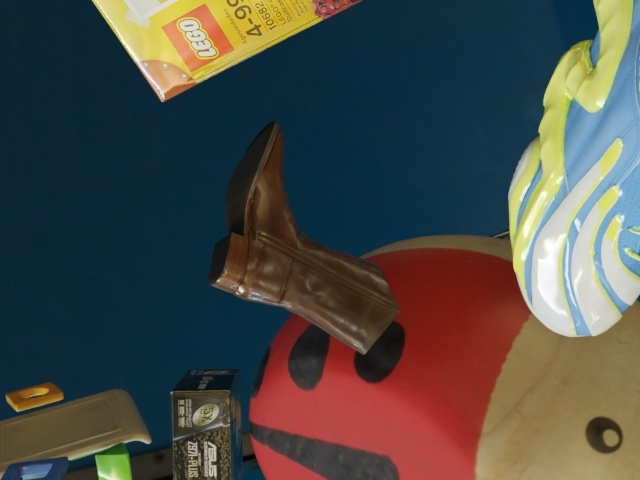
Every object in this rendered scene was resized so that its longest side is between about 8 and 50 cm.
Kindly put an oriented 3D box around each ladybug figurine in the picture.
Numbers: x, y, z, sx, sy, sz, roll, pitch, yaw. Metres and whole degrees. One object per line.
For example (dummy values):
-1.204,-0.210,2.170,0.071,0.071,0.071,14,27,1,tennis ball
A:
0.082,0.152,0.680,0.161,0.449,0.305,-10,-86,-35,ladybug figurine

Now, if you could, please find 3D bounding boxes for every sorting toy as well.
-0.309,0.238,1.061,0.196,0.347,0.047,-9,-79,-18,sorting toy

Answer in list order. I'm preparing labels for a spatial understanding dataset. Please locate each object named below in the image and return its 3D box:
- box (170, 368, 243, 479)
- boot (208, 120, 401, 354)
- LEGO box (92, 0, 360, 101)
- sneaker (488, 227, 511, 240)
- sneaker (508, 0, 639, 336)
-0.149,0.274,1.198,0.077,0.147,0.180,-1,-88,0,box
0.000,0.000,0.510,0.114,0.037,0.106,24,-109,-24,boot
-0.156,-0.477,1.033,0.500,0.372,0.193,57,-156,-26,LEGO box
0.287,0.005,1.082,0.234,0.106,0.078,-10,-68,-16,sneaker
0.155,-0.036,0.423,0.091,0.126,0.240,1,-62,-7,sneaker
